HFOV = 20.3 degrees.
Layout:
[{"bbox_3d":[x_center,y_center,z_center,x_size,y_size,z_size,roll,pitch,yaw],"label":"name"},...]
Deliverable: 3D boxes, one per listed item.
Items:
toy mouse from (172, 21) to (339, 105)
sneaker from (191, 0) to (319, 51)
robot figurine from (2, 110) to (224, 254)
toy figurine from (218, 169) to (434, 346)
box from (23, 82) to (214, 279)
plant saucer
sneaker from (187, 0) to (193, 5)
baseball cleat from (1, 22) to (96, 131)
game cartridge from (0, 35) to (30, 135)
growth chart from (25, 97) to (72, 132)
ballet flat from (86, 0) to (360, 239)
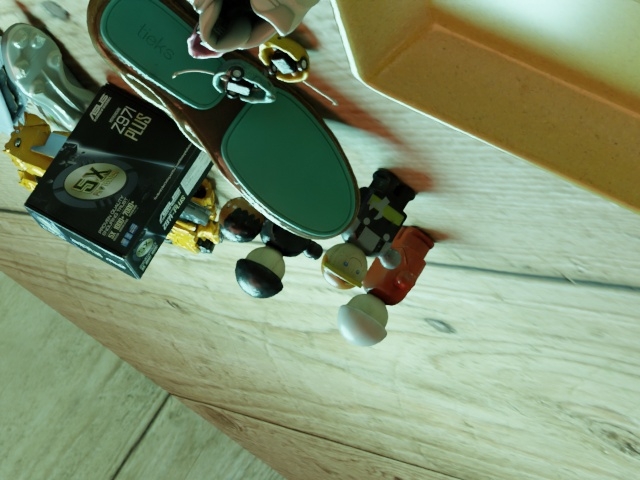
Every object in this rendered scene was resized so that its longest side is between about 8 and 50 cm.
[{"bbox_3d":[-0.079,-0.174,1.677,0.143,0.031,0.161,-7,143,37],"label":"toy mouse"},{"bbox_3d":[-0.078,-0.208,1.465,0.090,0.115,0.232,40,163,-28],"label":"sneaker"},{"bbox_3d":[-0.254,-0.067,2.290,0.291,0.085,0.211,20,165,4],"label":"robot figurine"},{"bbox_3d":[0.000,0.000,1.924,0.213,0.148,0.209,27,165,19],"label":"toy figurine"},{"bbox_3d":[-0.234,-0.070,2.108,0.147,0.180,0.077,28,166,17],"label":"box"},{"bbox_3d":[0.159,-0.150,1.247,0.333,0.081,0.332,27,165,19],"label":"plant saucer"},{"bbox_3d":[-0.152,-0.244,1.616,0.135,0.058,0.052,40,163,-32],"label":"sneaker"},{"bbox_3d":[-0.337,-0.195,2.133,0.109,0.072,0.206,29,163,38],"label":"baseball cleat"},{"bbox_3d":[-0.480,-0.239,2.315,0.198,0.062,0.297,35,166,7],"label":"game cartridge"},{"bbox_3d":[-0.317,-0.147,2.344,0.172,0.021,0.237,30,165,11],"label":"growth chart"},{"bbox_3d":[-0.100,-0.134,1.793,0.342,0.116,0.124,39,179,-18],"label":"ballet flat"}]
